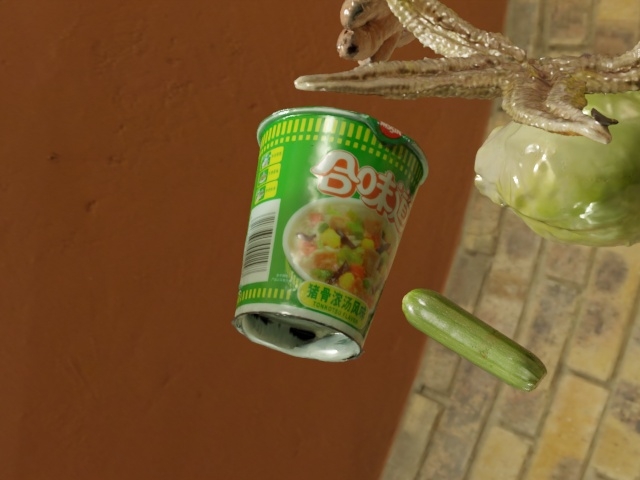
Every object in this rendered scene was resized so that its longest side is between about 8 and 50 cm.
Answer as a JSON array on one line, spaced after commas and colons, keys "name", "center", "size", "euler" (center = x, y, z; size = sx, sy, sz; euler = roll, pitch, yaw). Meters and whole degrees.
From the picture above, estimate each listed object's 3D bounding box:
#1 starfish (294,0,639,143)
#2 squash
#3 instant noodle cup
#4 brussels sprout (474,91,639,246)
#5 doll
[{"name": "starfish", "center": [0.200, -0.196, 0.970], "size": [0.384, 0.398, 0.132], "euler": [-40, -27, -54]}, {"name": "squash", "center": [0.217, 0.141, 1.389], "size": [0.066, 0.229, 0.066], "euler": [-49, -21, -25]}, {"name": "instant noodle cup", "center": [0.000, 0.000, 1.069], "size": [0.207, 0.207, 0.232], "euler": [34, -119, -39]}, {"name": "brussels sprout", "center": [0.391, -0.120, 1.405], "size": [0.273, 0.317, 0.242], "euler": [92, -167, -68]}, {"name": "doll", "center": [0.080, -0.392, 1.602], "size": [0.303, 0.156, 0.201], "euler": [-36, -31, -52]}]
